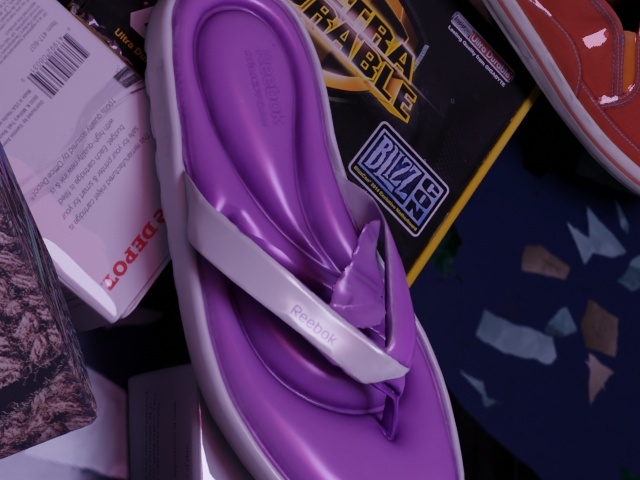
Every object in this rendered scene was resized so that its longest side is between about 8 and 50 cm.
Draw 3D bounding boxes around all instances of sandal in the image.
[{"bbox_3d":[-0.013,0.004,0.836,0.169,0.102,0.416,-15,77,-33],"label":"sandal"}]

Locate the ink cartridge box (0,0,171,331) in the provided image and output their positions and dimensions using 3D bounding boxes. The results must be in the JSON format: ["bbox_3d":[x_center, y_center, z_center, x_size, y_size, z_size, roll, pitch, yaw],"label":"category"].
[{"bbox_3d":[-0.183,-0.056,0.883,0.203,0.086,0.148,43,63,-16],"label":"ink cartridge box"}]

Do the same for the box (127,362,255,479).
[{"bbox_3d":[-0.028,0.176,0.905,0.181,0.119,0.181,3,80,-29],"label":"box"}]

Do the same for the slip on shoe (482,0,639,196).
[{"bbox_3d":[0.231,-0.150,1.056,0.331,0.101,0.123,49,24,-25],"label":"slip on shoe"}]

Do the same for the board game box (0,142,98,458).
[{"bbox_3d":[-0.274,-0.003,0.666,0.232,0.141,0.291,-21,134,-8],"label":"board game box"}]

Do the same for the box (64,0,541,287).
[{"bbox_3d":[-0.009,-0.138,1.003,0.322,0.079,0.257,44,65,-15],"label":"box"}]
